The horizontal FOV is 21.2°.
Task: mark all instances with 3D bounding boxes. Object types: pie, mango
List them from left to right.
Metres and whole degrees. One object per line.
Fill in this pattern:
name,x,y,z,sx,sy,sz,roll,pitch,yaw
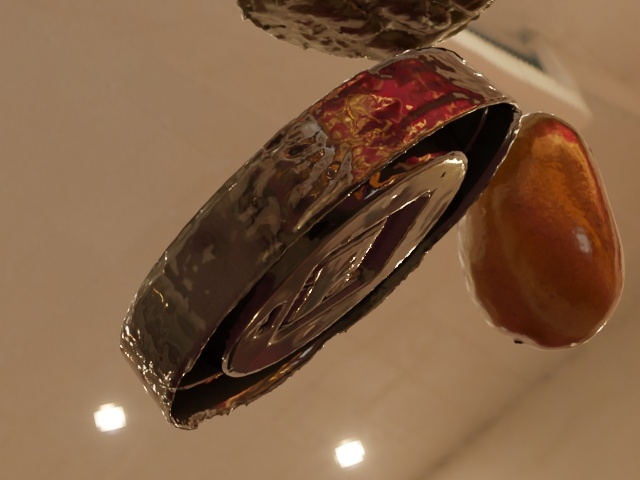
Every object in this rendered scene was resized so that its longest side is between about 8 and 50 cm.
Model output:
pie,0.064,-0.241,1.444,0.306,0.071,0.306,-15,-26,-7
mango,0.201,-0.006,1.598,0.151,0.120,0.221,-16,-91,-9

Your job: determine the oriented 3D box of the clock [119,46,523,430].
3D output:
clock,0.000,0.000,1.005,0.280,0.055,0.280,-39,-14,-12
